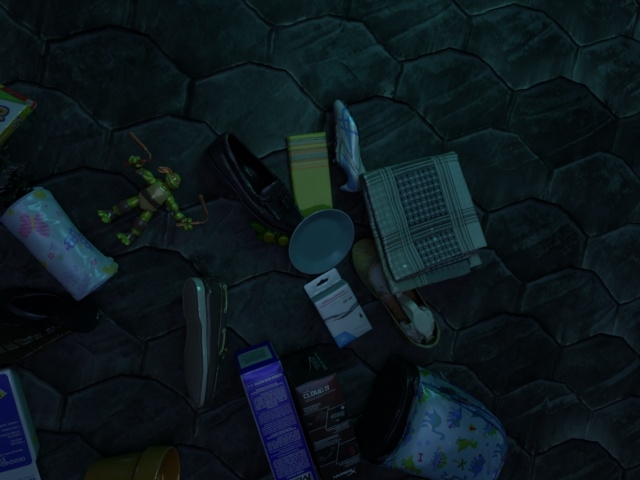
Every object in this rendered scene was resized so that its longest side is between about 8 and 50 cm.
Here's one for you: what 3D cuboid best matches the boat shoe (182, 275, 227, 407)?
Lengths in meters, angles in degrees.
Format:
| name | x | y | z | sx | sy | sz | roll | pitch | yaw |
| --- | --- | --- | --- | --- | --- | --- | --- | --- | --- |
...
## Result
| name | x | y | z | sx | sy | sz | roll | pitch | yaw |
| --- | --- | --- | --- | --- | --- | --- | --- | --- | --- |
| boat shoe | -0.277 | 0.248 | 1.410 | 0.096 | 0.116 | 0.325 | -5 | 97 | -40 |

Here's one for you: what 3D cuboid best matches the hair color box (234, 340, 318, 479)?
| name | x | y | z | sx | sy | sz | roll | pitch | yaw |
| --- | --- | --- | --- | --- | --- | --- | --- | --- | --- |
| hair color box | -0.110 | 0.443 | 1.425 | 0.110 | 0.185 | 0.339 | -17 | 100 | -11 |

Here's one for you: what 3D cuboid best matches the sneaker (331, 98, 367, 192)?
| name | x | y | z | sx | sy | sz | roll | pitch | yaw |
| --- | --- | --- | --- | --- | --- | --- | --- | --- | --- |
| sneaker | 0.061 | -0.237 | 1.441 | 0.086 | 0.085 | 0.238 | -13 | 95 | -2 |

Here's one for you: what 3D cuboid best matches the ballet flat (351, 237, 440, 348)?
| name | x | y | z | sx | sy | sz | roll | pitch | yaw |
| --- | --- | --- | --- | --- | --- | --- | --- | --- | --- |
| ballet flat | 0.208 | 0.143 | 1.494 | 0.123 | 0.123 | 0.349 | -34 | 101 | -6 |

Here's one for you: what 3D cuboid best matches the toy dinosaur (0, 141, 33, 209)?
| name | x | y | z | sx | sy | sz | roll | pitch | yaw |
| --- | --- | --- | --- | --- | --- | --- | --- | --- | --- |
| toy dinosaur | -0.760 | -0.168 | 1.243 | 0.218 | 0.164 | 0.322 | 37 | 85 | -9 |

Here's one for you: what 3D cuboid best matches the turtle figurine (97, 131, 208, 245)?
| name | x | y | z | sx | sy | sz | roll | pitch | yaw |
| --- | --- | --- | --- | --- | --- | --- | --- | --- | --- |
| turtle figurine | -0.415 | -0.106 | 1.355 | 0.217 | 0.087 | 0.270 | -38 | 111 | 2 |

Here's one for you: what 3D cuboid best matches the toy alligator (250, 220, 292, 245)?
| name | x | y | z | sx | sy | sz | roll | pitch | yaw |
| --- | --- | --- | --- | --- | --- | --- | --- | --- | --- |
| toy alligator | -0.096 | -0.007 | 1.452 | 0.189 | 0.056 | 0.051 | 15 | 132 | -25 |

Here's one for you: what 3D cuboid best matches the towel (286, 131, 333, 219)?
| name | x | y | z | sx | sy | sz | roll | pitch | yaw |
| --- | --- | --- | --- | --- | --- | --- | --- | --- | --- |
| towel | -0.026 | -0.154 | 1.464 | 0.102 | 0.021 | 0.238 | -7 | 98 | -5 |

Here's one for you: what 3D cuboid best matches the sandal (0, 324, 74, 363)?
| name | x | y | z | sx | sy | sz | roll | pitch | yaw |
| --- | --- | --- | --- | --- | --- | --- | --- | --- | --- |
| sandal | -0.670 | 0.225 | 1.353 | 0.219 | 0.060 | 0.090 | -28 | 75 | -22 |

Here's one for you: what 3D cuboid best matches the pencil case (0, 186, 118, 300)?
| name | x | y | z | sx | sy | sz | roll | pitch | yaw |
| --- | --- | --- | --- | --- | --- | --- | --- | --- | --- |
| pencil case | -0.597 | 0.010 | 1.316 | 0.124 | 0.113 | 0.273 | -43 | 103 | -15 |

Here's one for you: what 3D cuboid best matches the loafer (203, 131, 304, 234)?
| name | x | y | z | sx | sy | sz | roll | pitch | yaw |
| --- | --- | --- | --- | --- | --- | --- | --- | --- | --- |
| loafer | -0.149 | -0.135 | 1.383 | 0.302 | 0.095 | 0.109 | 43 | 46 | -10 |

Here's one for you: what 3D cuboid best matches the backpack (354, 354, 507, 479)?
| name | x | y | z | sx | sy | sz | roll | pitch | yaw |
| --- | --- | --- | --- | --- | --- | --- | --- | --- | --- |
| backpack | 0.311 | 0.506 | 1.505 | 0.355 | 0.273 | 0.290 | 30 | 83 | -25 |

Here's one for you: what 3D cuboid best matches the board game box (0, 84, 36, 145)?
| name | x | y | z | sx | sy | sz | roll | pitch | yaw |
| --- | --- | --- | --- | --- | --- | --- | --- | --- | --- |
| board game box | -0.723 | -0.229 | 1.187 | 0.124 | 0.039 | 0.260 | 26 | 61 | 2 |

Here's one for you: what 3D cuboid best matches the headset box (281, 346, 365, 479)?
| name | x | y | z | sx | sy | sz | roll | pitch | yaw |
| --- | --- | --- | --- | --- | --- | --- | --- | --- | --- |
| headset box | -0.003 | 0.418 | 1.427 | 0.110 | 0.218 | 0.294 | -18 | 99 | -10 |

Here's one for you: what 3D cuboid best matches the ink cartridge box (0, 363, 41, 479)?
| name | x | y | z | sx | sy | sz | roll | pitch | yaw |
| --- | --- | --- | --- | --- | --- | --- | --- | --- | --- |
| ink cartridge box | -0.840 | 0.470 | 1.342 | 0.303 | 0.072 | 0.308 | -12 | 101 | -11 |

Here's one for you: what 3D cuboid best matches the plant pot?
| name | x | y | z | sx | sy | sz | roll | pitch | yaw |
| --- | --- | --- | --- | --- | --- | --- | --- | --- | --- |
| plant pot | -0.460 | 0.599 | 1.376 | 0.187 | 0.205 | 0.205 | 2 | 96 | 4 |

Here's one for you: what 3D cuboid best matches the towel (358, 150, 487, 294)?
| name | x | y | z | sx | sy | sz | roll | pitch | yaw |
| --- | --- | --- | --- | --- | --- | --- | --- | --- | --- |
| towel | 0.270 | -0.049 | 1.457 | 0.312 | 0.056 | 0.325 | -15 | 91 | -27 |

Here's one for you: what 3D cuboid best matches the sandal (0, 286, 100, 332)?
| name | x | y | z | sx | sy | sz | roll | pitch | yaw |
| --- | --- | --- | --- | --- | --- | --- | --- | --- | --- |
| sandal | -0.646 | 0.154 | 1.327 | 0.254 | 0.054 | 0.097 | 7 | 61 | -10 |

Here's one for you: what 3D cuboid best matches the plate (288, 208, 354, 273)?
| name | x | y | z | sx | sy | sz | roll | pitch | yaw |
| --- | --- | --- | --- | --- | --- | --- | --- | --- | --- |
| plate | 0.000 | 0.000 | 1.453 | 0.188 | 0.024 | 0.188 | -16 | 126 | -23 |

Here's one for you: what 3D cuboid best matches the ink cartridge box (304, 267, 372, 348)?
| name | x | y | z | sx | sy | sz | roll | pitch | yaw |
| --- | --- | --- | --- | --- | --- | --- | --- | --- | --- |
| ink cartridge box | 0.044 | 0.175 | 1.489 | 0.104 | 0.060 | 0.180 | -31 | 103 | -6 |
